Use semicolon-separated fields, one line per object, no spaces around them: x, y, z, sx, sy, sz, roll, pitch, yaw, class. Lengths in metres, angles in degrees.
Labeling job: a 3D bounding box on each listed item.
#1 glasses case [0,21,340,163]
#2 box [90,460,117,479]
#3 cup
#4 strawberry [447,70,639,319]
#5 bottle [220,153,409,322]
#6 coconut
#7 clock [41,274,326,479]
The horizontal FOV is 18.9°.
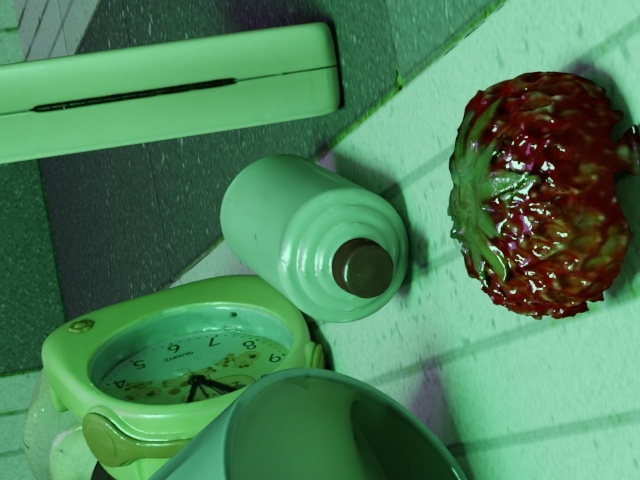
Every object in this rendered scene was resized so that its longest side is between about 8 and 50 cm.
-0.160;-0.117;1.547;0.144;0.336;0.076;-166;67;-72;glasses case
-0.117;0.346;1.872;0.108;0.263;0.403;6;113;28;box
-0.077;0.291;1.339;0.237;0.323;0.327;45;125;-2;cup
0.119;-0.024;1.070;0.145;0.086;0.145;171;90;-73;strawberry
0.000;0.000;1.474;0.245;0.104;0.104;-145;48;-70;bottle
-0.211;0.201;2.148;0.230;0.227;0.227;-86;-4;-63;coconut
-0.108;0.140;1.708;0.308;0.235;0.096;-134;33;-61;clock
